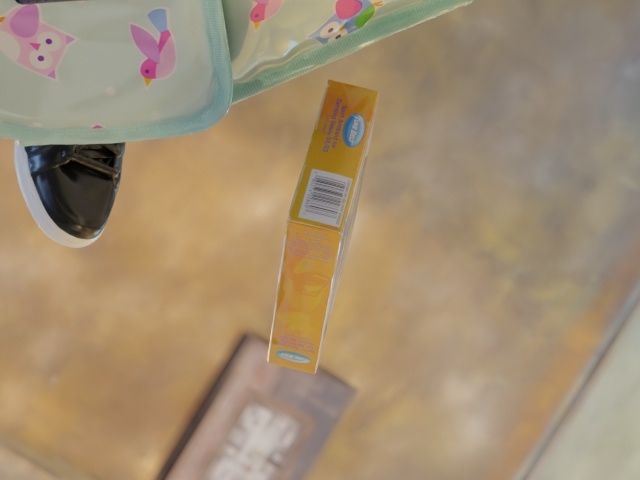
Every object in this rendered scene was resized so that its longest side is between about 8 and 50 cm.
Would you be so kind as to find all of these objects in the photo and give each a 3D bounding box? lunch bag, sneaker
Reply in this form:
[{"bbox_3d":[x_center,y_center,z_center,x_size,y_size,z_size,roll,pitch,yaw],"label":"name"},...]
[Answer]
[{"bbox_3d":[-0.070,-0.179,0.952,0.160,0.262,0.223,49,158,43],"label":"lunch bag"},{"bbox_3d":[-0.166,-0.112,1.496,0.079,0.217,0.121,17,147,-33],"label":"sneaker"}]

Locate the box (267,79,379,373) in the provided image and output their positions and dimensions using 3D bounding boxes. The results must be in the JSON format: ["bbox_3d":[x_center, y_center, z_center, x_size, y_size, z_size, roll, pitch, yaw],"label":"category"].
[{"bbox_3d":[0.000,0.000,0.919,0.028,0.081,0.136,13,146,4],"label":"box"}]
